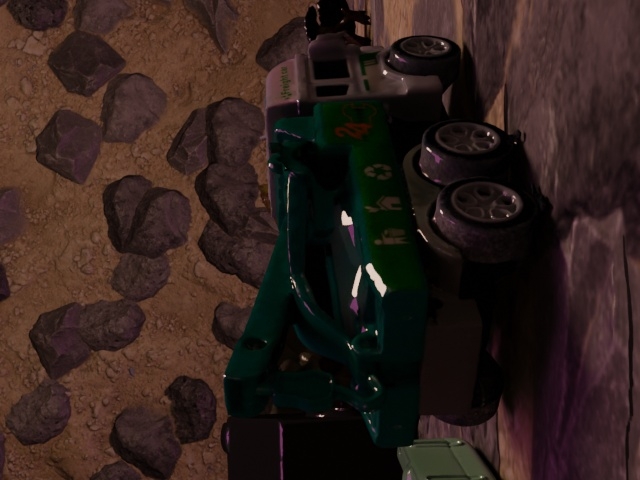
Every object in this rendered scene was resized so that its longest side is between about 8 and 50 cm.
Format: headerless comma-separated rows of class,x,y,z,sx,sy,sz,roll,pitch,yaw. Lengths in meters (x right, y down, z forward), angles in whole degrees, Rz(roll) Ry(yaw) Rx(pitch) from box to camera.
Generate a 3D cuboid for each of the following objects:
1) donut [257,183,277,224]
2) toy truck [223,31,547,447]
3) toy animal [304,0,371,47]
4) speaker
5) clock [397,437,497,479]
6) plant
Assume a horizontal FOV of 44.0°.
donut,0.000,0.000,1.289,0.272,0.107,0.272,59,175,8
toy truck,0.037,-0.020,0.566,0.364,0.177,0.177,-89,0,-53
toy animal,0.025,-0.329,1.375,0.179,0.116,0.219,97,166,-66
speaker,-0.011,0.323,0.969,0.254,0.184,0.232,156,115,-66
clock,0.093,0.260,0.571,0.159,0.065,0.211,-132,40,-87
plant,-0.019,0.231,1.278,0.312,0.213,0.215,86,163,-67
